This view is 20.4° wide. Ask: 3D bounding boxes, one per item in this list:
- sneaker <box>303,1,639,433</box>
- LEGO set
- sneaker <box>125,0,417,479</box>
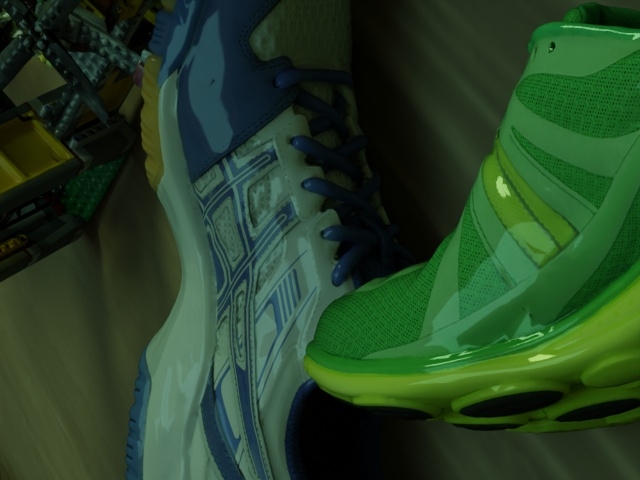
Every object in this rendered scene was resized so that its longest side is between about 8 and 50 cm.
[{"bbox_3d":[0.102,-0.010,0.596,0.295,0.109,0.123,-30,57,48],"label":"sneaker"},{"bbox_3d":[-0.210,-0.105,0.902,0.255,0.192,0.331,52,133,5],"label":"LEGO set"},{"bbox_3d":[0.000,0.000,0.759,0.131,0.112,0.296,12,105,38],"label":"sneaker"}]
